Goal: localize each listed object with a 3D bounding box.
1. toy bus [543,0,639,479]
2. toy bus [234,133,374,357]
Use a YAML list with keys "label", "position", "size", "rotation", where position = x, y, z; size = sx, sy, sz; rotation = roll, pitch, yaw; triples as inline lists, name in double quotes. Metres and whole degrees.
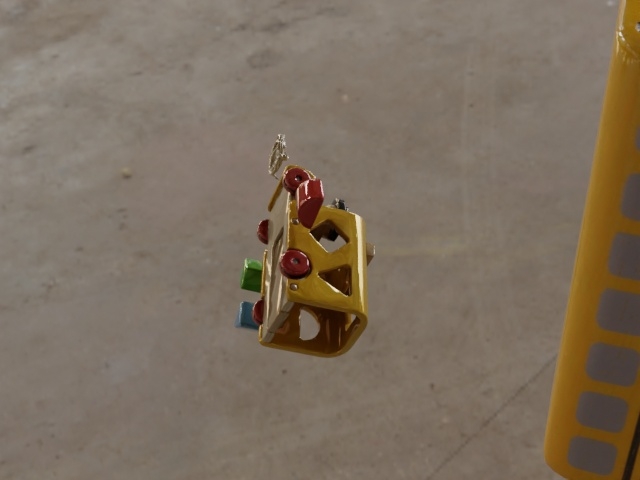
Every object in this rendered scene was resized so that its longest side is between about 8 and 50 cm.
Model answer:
- label: "toy bus"
  position: [0.201, -0.020, 0.566]
  size: [0.130, 0.333, 0.108]
  rotation: [10, 35, 13]
- label: "toy bus"
  position: [-0.002, 0.013, 1.086]
  size: [0.104, 0.202, 0.191]
  rotation: [13, 7, -15]
